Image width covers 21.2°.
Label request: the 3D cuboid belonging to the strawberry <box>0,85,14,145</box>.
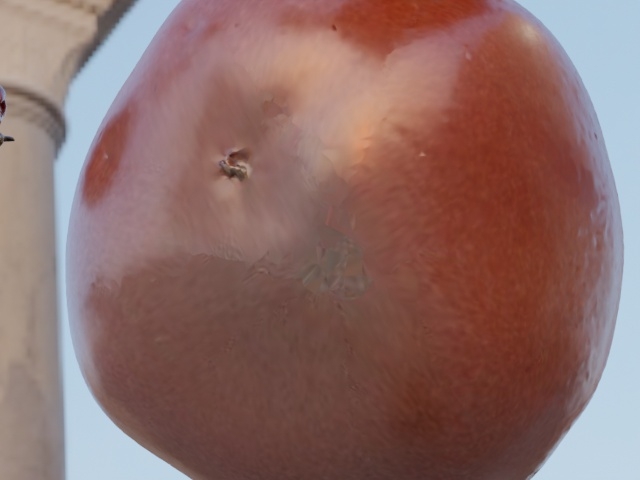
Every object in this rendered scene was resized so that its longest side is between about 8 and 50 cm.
[{"bbox_3d":[-0.260,-0.093,1.061,0.152,0.104,0.048,32,-37,-16],"label":"strawberry"}]

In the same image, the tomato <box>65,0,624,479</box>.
[{"bbox_3d":[0.000,0.000,0.973,0.341,0.341,0.273,-20,-8,19],"label":"tomato"}]
